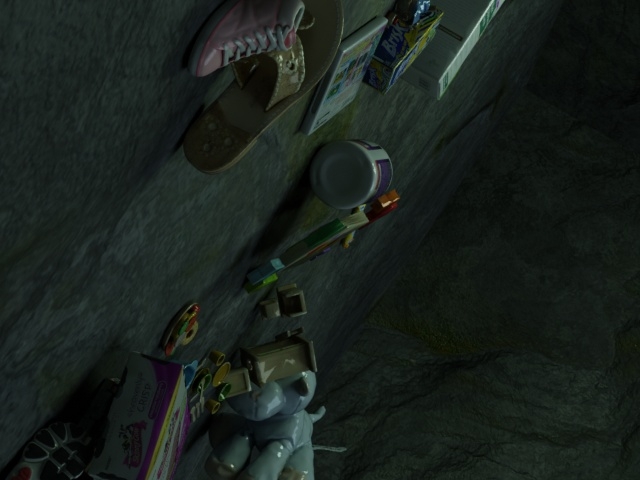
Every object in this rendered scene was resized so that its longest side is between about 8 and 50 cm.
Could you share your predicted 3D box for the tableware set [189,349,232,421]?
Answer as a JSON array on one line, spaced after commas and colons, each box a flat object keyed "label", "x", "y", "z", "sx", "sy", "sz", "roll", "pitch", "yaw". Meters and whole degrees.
[{"label": "tableware set", "x": -0.177, "y": 0.239, "z": 1.937, "sx": 0.104, "sy": 0.024, "sz": 0.154, "roll": -46, "pitch": 155, "yaw": -34}]

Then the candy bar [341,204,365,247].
[{"label": "candy bar", "x": 0.072, "y": -0.040, "z": 2.432, "sx": 0.040, "sy": 0.018, "sz": 0.161, "roll": -51, "pitch": 167, "yaw": -37}]

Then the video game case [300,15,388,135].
[{"label": "video game case", "x": 0.034, "y": -0.234, "z": 1.641, "sx": 0.157, "sy": 0.019, "sz": 0.143, "roll": -44, "pitch": 163, "yaw": -52}]

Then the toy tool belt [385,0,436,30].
[{"label": "toy tool belt", "x": 0.136, "y": -0.338, "z": 1.729, "sx": 0.083, "sy": 0.051, "sz": 0.052, "roll": -50, "pitch": 167, "yaw": -37}]

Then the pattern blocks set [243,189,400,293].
[{"label": "pattern blocks set", "x": 0.000, "y": 0.000, "z": 1.840, "sx": 0.285, "sy": 0.026, "sz": 0.325, "roll": -32, "pitch": 177, "yaw": 6}]

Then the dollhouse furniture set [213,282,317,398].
[{"label": "dollhouse furniture set", "x": -0.119, "y": 0.172, "z": 2.076, "sx": 0.182, "sy": 0.160, "sz": 0.101, "roll": -14, "pitch": -168, "yaw": -20}]

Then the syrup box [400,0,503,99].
[{"label": "syrup box", "x": 0.222, "y": -0.365, "z": 1.944, "sx": 0.236, "sy": 0.096, "sz": 0.093, "roll": -56, "pitch": 170, "yaw": -9}]

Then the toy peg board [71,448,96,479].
[{"label": "toy peg board", "x": -0.329, "y": 0.373, "z": 1.526, "sx": 0.161, "sy": 0.079, "sz": 0.161, "roll": -60, "pitch": 170, "yaw": 11}]

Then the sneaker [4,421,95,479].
[{"label": "sneaker", "x": -0.330, "y": 0.272, "z": 1.317, "sx": 0.170, "sy": 0.068, "sz": 0.071, "roll": -44, "pitch": -179, "yaw": -36}]

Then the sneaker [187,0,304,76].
[{"label": "sneaker", "x": -0.065, "y": -0.196, "z": 1.110, "sx": 0.134, "sy": 0.070, "sz": 0.051, "roll": -53, "pitch": 171, "yaw": -25}]

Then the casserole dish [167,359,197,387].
[{"label": "casserole dish", "x": -0.244, "y": 0.244, "z": 1.679, "sx": 0.188, "sy": 0.037, "sz": 0.114, "roll": -57, "pitch": 170, "yaw": -12}]

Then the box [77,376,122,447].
[{"label": "box", "x": -0.270, "y": 0.222, "z": 1.505, "sx": 0.094, "sy": 0.027, "sz": 0.137, "roll": -59, "pitch": 170, "yaw": -1}]

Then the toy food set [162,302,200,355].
[{"label": "toy food set", "x": -0.192, "y": 0.124, "z": 1.611, "sx": 0.082, "sy": 0.020, "sz": 0.083, "roll": -46, "pitch": 165, "yaw": -50}]

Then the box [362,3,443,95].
[{"label": "box", "x": 0.121, "y": -0.298, "z": 1.771, "sx": 0.169, "sy": 0.054, "sz": 0.059, "roll": -52, "pitch": 169, "yaw": -36}]

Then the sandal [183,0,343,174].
[{"label": "sandal", "x": -0.056, "y": -0.170, "z": 1.183, "sx": 0.240, "sy": 0.088, "sz": 0.079, "roll": -53, "pitch": 176, "yaw": -2}]

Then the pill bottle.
[{"label": "pill bottle", "x": 0.056, "y": -0.109, "z": 1.872, "sx": 0.108, "sy": 0.108, "sz": 0.193, "roll": -60, "pitch": 170, "yaw": 12}]

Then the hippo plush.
[{"label": "hippo plush", "x": -0.072, "y": 0.343, "z": 2.194, "sx": 0.294, "sy": 0.234, "sz": 0.236, "roll": -7, "pitch": 130, "yaw": -21}]

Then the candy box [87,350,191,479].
[{"label": "candy box", "x": -0.219, "y": 0.254, "z": 1.450, "sx": 0.233, "sy": 0.071, "sz": 0.159, "roll": 96, "pitch": 9, "yaw": -65}]
